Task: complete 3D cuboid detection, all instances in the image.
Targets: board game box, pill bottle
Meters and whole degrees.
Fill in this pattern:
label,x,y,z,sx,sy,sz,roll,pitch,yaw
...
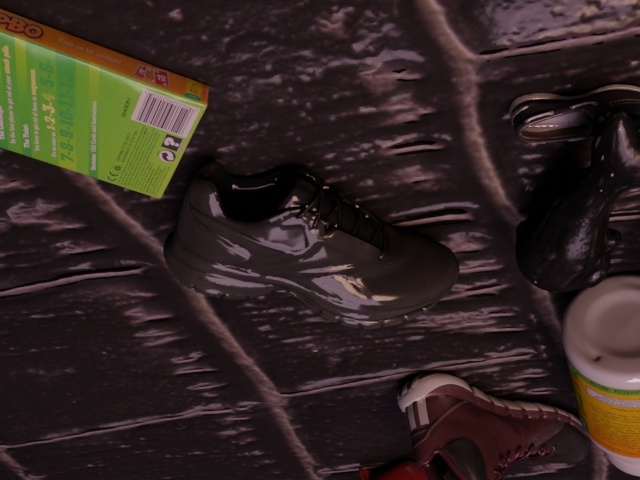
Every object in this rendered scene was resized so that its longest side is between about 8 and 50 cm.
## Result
label,x,y,z,sx,sy,sz,roll,pitch,yaw
board game box,-0.238,-0.123,0.751,0.259,0.039,0.124,16,135,-21
pill bottle,0.351,0.162,0.989,0.136,0.136,0.245,-13,136,14

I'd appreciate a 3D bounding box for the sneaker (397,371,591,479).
label,x,y,z,sx,sy,sz,roll,pitch,yaw
sneaker,0.220,0.277,1.095,0.281,0.162,0.106,18,134,-19

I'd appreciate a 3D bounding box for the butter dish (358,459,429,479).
label,x,y,z,sx,sy,sz,roll,pitch,yaw
butter dish,0.154,0.364,1.226,0.118,0.160,0.160,-46,124,12

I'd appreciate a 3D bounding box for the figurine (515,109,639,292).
label,x,y,z,sx,sy,sz,roll,pitch,yaw
figurine,0.308,-0.027,0.780,0.215,0.092,0.209,10,147,-5

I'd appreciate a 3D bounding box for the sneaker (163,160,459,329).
label,x,y,z,sx,sy,sz,roll,pitch,yaw
sneaker,0.000,0.000,0.841,0.286,0.109,0.130,7,131,-11

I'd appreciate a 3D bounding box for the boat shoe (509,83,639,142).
label,x,y,z,sx,sy,sz,roll,pitch,yaw
boat shoe,0.228,-0.106,0.768,0.125,0.038,0.046,-1,138,1
